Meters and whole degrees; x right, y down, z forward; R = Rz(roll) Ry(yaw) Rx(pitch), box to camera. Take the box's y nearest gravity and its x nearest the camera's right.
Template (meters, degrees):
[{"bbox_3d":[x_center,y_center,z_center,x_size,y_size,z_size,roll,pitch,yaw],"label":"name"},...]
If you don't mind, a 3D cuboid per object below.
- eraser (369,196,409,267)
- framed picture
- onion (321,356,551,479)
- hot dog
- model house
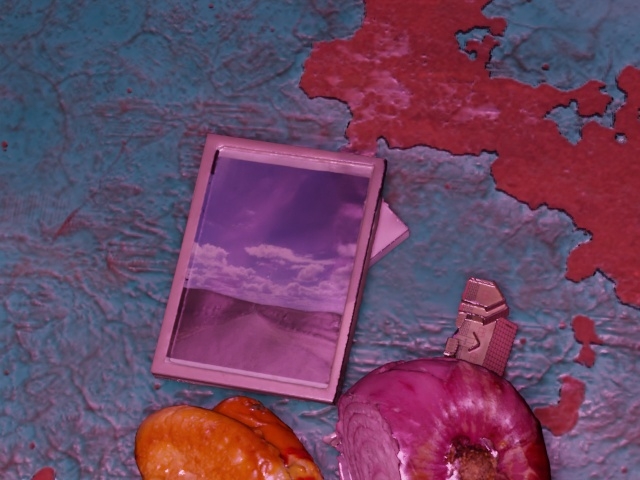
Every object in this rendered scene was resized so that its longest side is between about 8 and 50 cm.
[{"bbox_3d":[0.000,0.000,1.403,0.150,0.023,0.104,-38,72,-10],"label":"eraser"},{"bbox_3d":[-0.048,0.025,1.375,0.189,0.023,0.260,9,71,10],"label":"framed picture"},{"bbox_3d":[0.116,0.205,1.242,0.200,0.200,0.207,-18,55,-3],"label":"onion"},{"bbox_3d":[-0.058,0.255,1.248,0.153,0.150,0.257,-23,65,3],"label":"hot dog"},{"bbox_3d":[0.157,0.086,1.342,0.058,0.057,0.083,17,69,15],"label":"model house"}]
